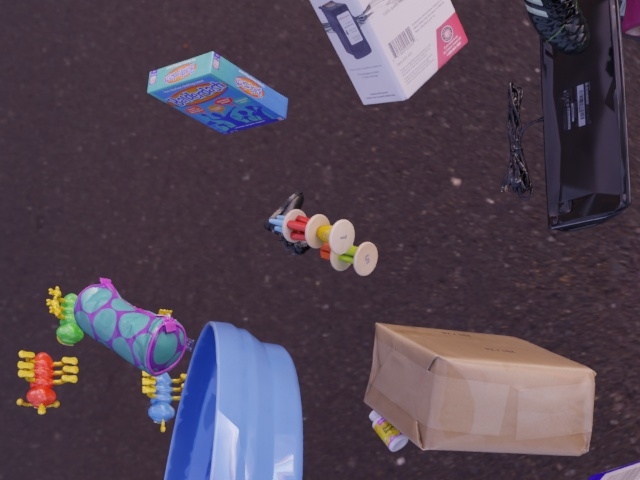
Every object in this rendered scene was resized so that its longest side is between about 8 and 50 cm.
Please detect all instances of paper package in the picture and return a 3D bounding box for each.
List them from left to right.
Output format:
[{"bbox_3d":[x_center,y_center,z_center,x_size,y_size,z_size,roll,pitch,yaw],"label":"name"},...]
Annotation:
[{"bbox_3d":[0.285,0.273,1.806,0.309,0.325,0.168,-159,77,-70],"label":"paper package"}]

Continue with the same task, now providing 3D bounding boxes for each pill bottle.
[{"bbox_3d":[0.128,0.359,1.860,0.043,0.043,0.083,-54,54,18],"label":"pill bottle"}]

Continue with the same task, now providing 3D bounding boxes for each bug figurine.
[{"bbox_3d":[-0.340,0.189,1.542,0.072,0.279,0.216,-46,38,49],"label":"bug figurine"}]

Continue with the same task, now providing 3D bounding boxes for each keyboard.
[{"bbox_3d":[0.322,-0.167,1.298,0.201,0.033,0.317,-14,70,48],"label":"keyboard"}]

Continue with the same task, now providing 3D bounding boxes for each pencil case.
[{"bbox_3d":[-0.217,0.098,1.110,0.152,0.064,0.070,21,93,39],"label":"pencil case"}]

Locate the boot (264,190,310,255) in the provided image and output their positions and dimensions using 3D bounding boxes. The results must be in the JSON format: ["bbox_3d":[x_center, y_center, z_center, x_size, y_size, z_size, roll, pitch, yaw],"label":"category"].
[{"bbox_3d":[-0.045,-0.034,1.988,0.099,0.045,0.121,36,62,13],"label":"boot"}]

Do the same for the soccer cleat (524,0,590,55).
[{"bbox_3d":[0.279,-0.303,1.189,0.060,0.072,0.179,-36,104,-3],"label":"soccer cleat"}]

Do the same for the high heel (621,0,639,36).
[{"bbox_3d":[0.384,-0.191,0.871,0.127,0.377,0.181,17,123,-11],"label":"high heel"}]

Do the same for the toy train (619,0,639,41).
[{"bbox_3d":[0.620,-0.401,1.591,0.334,0.142,0.190,23,100,31],"label":"toy train"}]

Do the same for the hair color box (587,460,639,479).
[{"bbox_3d":[0.482,0.431,1.208,0.339,0.110,0.185,53,142,3],"label":"hair color box"}]

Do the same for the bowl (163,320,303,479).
[{"bbox_3d":[-0.093,0.268,0.853,0.077,0.391,0.391,10,93,-11],"label":"bowl"}]

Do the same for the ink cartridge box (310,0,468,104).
[{"bbox_3d":[0.093,-0.347,1.435,0.100,0.172,0.237,3,130,50],"label":"ink cartridge box"}]

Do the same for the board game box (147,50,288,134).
[{"bbox_3d":[-0.187,-0.267,1.795,0.160,0.210,0.047,-9,68,37],"label":"board game box"}]

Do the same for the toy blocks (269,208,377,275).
[{"bbox_3d":[0.000,0.000,1.503,0.148,0.123,0.054,14,70,43],"label":"toy blocks"}]
